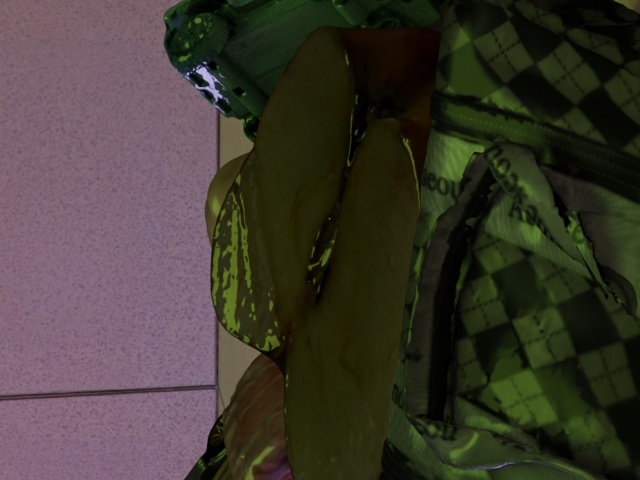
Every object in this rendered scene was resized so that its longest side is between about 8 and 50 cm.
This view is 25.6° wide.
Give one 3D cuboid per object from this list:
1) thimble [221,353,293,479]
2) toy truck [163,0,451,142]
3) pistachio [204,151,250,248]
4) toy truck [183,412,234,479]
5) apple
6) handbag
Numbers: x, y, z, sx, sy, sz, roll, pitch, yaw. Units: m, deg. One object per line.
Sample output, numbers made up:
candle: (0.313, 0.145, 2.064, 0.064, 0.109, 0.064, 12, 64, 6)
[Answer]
thimble: (0.022, 0.209, 1.388, 0.162, 0.239, 0.239, -110, 21, -55)
toy truck: (-0.016, -0.222, 1.396, 0.155, 0.279, 0.156, 43, -146, -39)
pistachio: (0.000, 0.000, 1.468, 0.318, 0.193, 0.213, 23, -91, -63)
toy truck: (-0.074, 0.336, 1.675, 0.405, 0.181, 0.254, -53, 20, 4)
apple: (0.038, 0.016, 1.150, 0.295, 0.329, 0.365, -44, -23, -53)
handbag: (0.164, 0.066, 0.847, 0.317, 0.180, 0.416, -141, 54, -65)
